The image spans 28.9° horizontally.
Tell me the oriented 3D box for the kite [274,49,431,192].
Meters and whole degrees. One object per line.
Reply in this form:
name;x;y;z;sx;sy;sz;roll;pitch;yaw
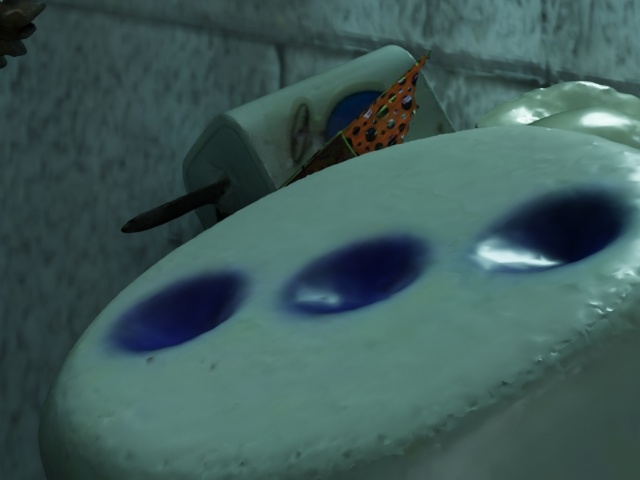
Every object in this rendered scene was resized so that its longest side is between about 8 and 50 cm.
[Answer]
kite;-0.001;0.000;0.694;0.125;0.008;0.222;0;102;-34

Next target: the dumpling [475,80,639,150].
dumpling;0.203;-0.014;0.860;0.162;0.132;0.250;-12;58;-18

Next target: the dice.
dice;0.067;0.142;0.607;0.304;0.277;0.304;-32;119;-23

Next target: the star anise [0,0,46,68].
star anise;-0.253;-0.077;0.718;0.148;0.219;0.227;2;47;23

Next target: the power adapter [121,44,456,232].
power adapter;-0.022;-0.019;0.773;0.205;0.125;0.130;-27;86;-27
